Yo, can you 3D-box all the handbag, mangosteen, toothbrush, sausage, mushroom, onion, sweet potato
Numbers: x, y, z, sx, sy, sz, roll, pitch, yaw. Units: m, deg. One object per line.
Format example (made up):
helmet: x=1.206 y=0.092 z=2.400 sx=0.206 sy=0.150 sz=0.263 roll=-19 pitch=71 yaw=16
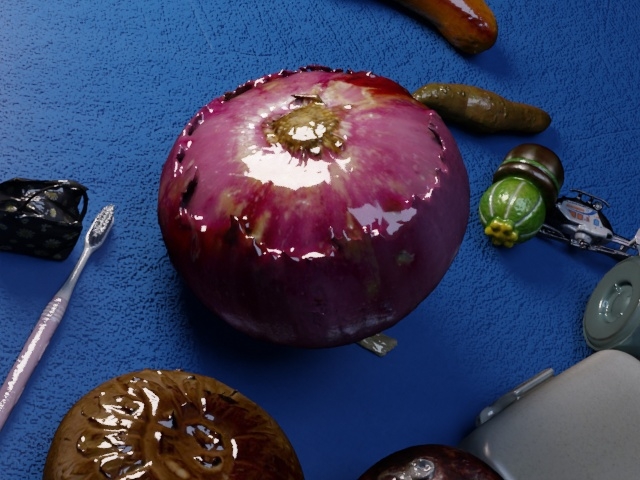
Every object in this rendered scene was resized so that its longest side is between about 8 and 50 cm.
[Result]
handbag: x=-0.305 y=-0.036 z=1.798 sx=0.115 sy=0.139 sz=0.072 roll=11 pitch=66 yaw=-28
mangosteen: x=0.118 y=0.325 z=1.769 sx=0.235 sy=0.261 sz=0.235 roll=-5 pitch=61 yaw=9
toothbrush: x=-0.300 y=0.090 z=1.799 sx=0.024 sy=0.029 sz=0.354 roll=25 pitch=52 yaw=-2
sausage: x=0.122 y=-0.358 z=2.308 sx=0.302 sy=0.076 sz=0.103 roll=21 pitch=61 yaw=-20
mushroom: x=-0.148 y=0.261 z=1.709 sx=0.297 sy=0.163 sz=0.278 roll=-19 pitch=75 yaw=-41
onion: x=-0.017 y=-0.026 z=1.898 sx=0.358 sy=0.345 sz=0.358 roll=13 pitch=43 yaw=-13
sweet potato: x=0.232 y=-0.180 z=2.285 sx=0.274 sy=0.067 sz=0.067 roll=9 pitch=59 yaw=-35

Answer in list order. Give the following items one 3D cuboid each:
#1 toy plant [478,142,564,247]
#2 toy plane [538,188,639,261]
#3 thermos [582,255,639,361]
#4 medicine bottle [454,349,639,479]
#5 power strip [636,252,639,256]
toy plant: x=0.270 y=-0.057 z=2.215 sx=0.093 sy=0.093 sz=0.162 roll=40 pitch=49 yaw=-7
toy plane: x=0.385 y=-0.012 z=2.285 sx=0.197 sy=0.053 sz=0.078 roll=22 pitch=57 yaw=-12
thermos: x=0.510 y=0.128 z=2.217 sx=0.286 sy=0.145 sz=0.182 roll=27 pitch=85 yaw=-22
medicine bottle: x=0.329 y=0.290 z=2.005 sx=0.375 sy=0.123 sz=0.282 roll=-24 pitch=70 yaw=-45
power strip: x=0.463 y=0.058 z=2.308 sx=0.029 sy=0.038 sz=0.111 roll=25 pitch=52 yaw=-17
